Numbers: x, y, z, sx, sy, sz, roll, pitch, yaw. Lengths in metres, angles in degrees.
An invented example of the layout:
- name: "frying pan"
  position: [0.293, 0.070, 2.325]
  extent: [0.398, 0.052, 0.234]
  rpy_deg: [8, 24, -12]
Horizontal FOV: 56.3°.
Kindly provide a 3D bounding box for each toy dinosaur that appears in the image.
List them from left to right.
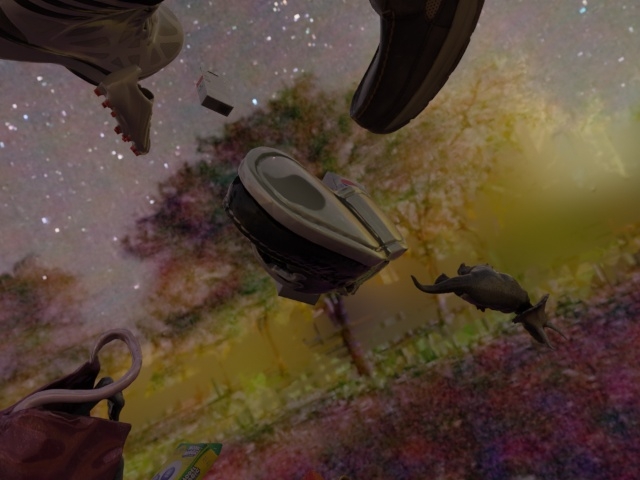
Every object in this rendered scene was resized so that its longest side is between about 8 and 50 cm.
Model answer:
- name: "toy dinosaur"
  position: [0.325, 0.092, 1.155]
  extent: [0.121, 0.313, 0.160]
  rpy_deg: [-66, 23, -7]

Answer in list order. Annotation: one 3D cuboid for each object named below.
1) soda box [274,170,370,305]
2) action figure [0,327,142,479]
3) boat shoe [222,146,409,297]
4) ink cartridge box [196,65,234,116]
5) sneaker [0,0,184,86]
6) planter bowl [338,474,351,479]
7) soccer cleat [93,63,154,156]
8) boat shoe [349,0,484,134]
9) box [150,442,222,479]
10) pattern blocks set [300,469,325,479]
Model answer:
- name: "soda box"
  position: [0.000, 0.000, 1.306]
  extent: [0.098, 0.091, 0.286]
  rpy_deg: [18, -63, -22]
- name: "action figure"
  position: [-0.421, 0.259, 0.734]
  extent: [0.370, 0.248, 0.276]
  rpy_deg: [14, -74, -33]
- name: "boat shoe"
  position: [-0.002, 0.004, 0.501]
  extent: [0.091, 0.114, 0.302]
  rpy_deg: [-42, -20, 13]
- name: "ink cartridge box"
  position: [-0.218, -0.304, 1.219]
  extent: [0.063, 0.115, 0.029]
  rpy_deg: [19, -56, -36]
- name: "sneaker"
  position: [-0.277, -0.339, 0.895]
  extent: [0.257, 0.169, 0.447]
  rpy_deg: [-6, 9, 22]
- name: "planter bowl"
  position: [0.037, 0.565, 1.124]
  extent: [0.090, 0.217, 0.217]
  rpy_deg: [-22, -6, 10]
- name: "soccer cleat"
  position: [-0.290, -0.198, 0.943]
  extent: [0.076, 0.068, 0.196]
  rpy_deg: [-40, -13, -15]
- name: "boat shoe"
  position: [0.088, -0.260, 0.512]
  extent: [0.132, 0.130, 0.355]
  rpy_deg: [-84, 15, -53]
- name: "box"
  position: [-0.265, 0.440, 1.109]
  extent: [0.105, 0.043, 0.179]
  rpy_deg: [-20, 20, 46]
- name: "pattern blocks set"
  position: [0.116, 0.392, 0.630]
  extent: [0.026, 0.325, 0.285]
  rpy_deg: [-44, -35, -3]
